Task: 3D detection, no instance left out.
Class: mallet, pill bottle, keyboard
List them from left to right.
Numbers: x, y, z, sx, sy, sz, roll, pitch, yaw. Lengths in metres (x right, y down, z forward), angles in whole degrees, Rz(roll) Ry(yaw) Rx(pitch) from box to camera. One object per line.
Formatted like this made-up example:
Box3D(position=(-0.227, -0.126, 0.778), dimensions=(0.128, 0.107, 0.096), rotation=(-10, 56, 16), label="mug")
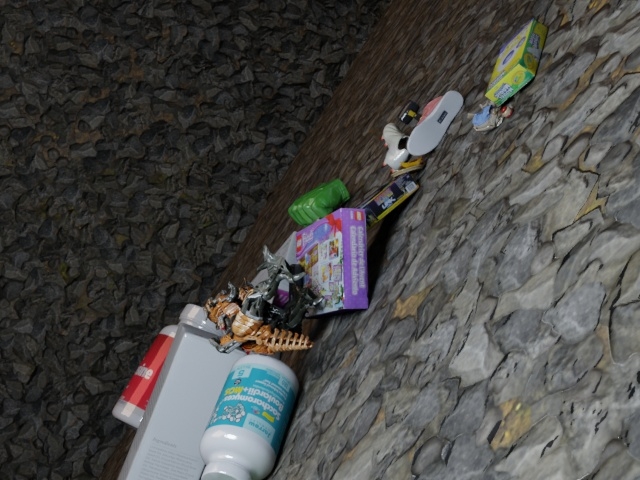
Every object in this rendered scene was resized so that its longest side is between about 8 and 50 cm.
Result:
Box3D(position=(-0.442, 0.411, 2.330), dimensions=(0.407, 0.229, 0.229), rotation=(-61, 12, -22), label="pill bottle")
Box3D(position=(-0.141, 0.358, 1.446), dimensions=(0.146, 0.146, 0.264), rotation=(-47, 16, 40), label="pill bottle")
Box3D(position=(-0.053, 0.143, 1.674), dimensions=(0.108, 0.023, 0.180), rotation=(180, 90, -78), label="keyboard")
Box3D(position=(0.243, -0.321, 1.981), dimensions=(0.062, 0.039, 0.189), rotation=(-53, 16, 17), label="mallet")

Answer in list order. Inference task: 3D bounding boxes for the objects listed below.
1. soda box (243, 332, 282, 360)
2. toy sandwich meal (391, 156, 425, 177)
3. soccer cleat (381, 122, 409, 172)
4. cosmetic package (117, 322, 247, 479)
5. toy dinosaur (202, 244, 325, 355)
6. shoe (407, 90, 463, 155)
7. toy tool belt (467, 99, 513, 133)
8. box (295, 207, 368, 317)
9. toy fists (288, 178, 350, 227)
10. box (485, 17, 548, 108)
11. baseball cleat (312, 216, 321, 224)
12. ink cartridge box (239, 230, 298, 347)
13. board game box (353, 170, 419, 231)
Box3D(position=(-0.144, 0.275, 1.860), dimensions=(0.069, 0.074, 0.216), rotation=(-54, 12, 18), label="soda box")
Box3D(position=(0.194, -0.164, 1.677), dimensions=(0.085, 0.029, 0.085), rotation=(-17, -4, -1), label="toy sandwich meal")
Box3D(position=(0.198, -0.245, 1.893), dimensions=(0.076, 0.068, 0.196), rotation=(-44, 24, 31), label="soccer cleat")
Box3D(position=(-0.343, 0.444, 1.816), dimensions=(0.230, 0.161, 0.453), rotation=(-179, 110, -76), label="cosmetic package")
Box3D(position=(-0.112, 0.157, 1.518), dimensions=(0.218, 0.322, 0.164), rotation=(-48, -34, -16), label="toy dinosaur")
Box3D(position=(0.252, -0.263, 1.720), dimensions=(0.178, 0.063, 0.081), rotation=(-53, 10, -6), label="shoe")
Box3D(position=(0.314, -0.236, 1.408), dimensions=(0.083, 0.051, 0.052), rotation=(-36, 24, 59), label="toy tool belt")
Box3D(position=(0.018, 0.058, 1.599), dimensions=(0.293, 0.057, 0.201), rotation=(155, 115, -68), label="box")
Box3D(position=(-0.011, -0.101, 2.219), dimensions=(0.142, 0.096, 0.279), rotation=(-32, 8, -12), label="toy fists")
Box3D(position=(0.376, -0.337, 1.455), dimensions=(0.105, 0.043, 0.179), rotation=(-43, 20, 51), label="box")
Box3D(position=(0.000, 0.000, 2.018), dimensions=(0.109, 0.072, 0.206), rotation=(-63, 8, 4), label="baseball cleat")
Box3D(position=(-0.163, 0.180, 2.211), dimensions=(0.324, 0.071, 0.330), rotation=(-48, 18, 38), label="ink cartridge box")
Box3D(position=(0.117, -0.072, 1.650), dimensions=(0.170, 0.048, 0.141), rotation=(-39, 6, -22), label="board game box")
